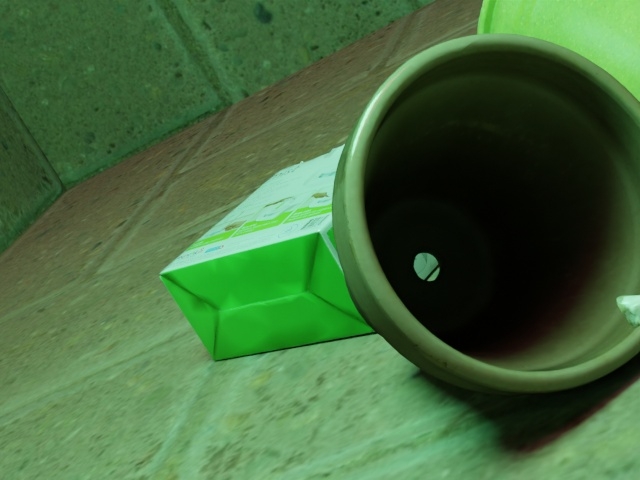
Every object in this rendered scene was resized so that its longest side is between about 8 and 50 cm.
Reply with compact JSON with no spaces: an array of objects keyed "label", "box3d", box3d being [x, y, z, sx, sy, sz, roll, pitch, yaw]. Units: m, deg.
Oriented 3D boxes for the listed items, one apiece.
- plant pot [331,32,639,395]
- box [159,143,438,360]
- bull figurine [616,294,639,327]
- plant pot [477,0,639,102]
[{"label":"plant pot","box3d":[0.114,0.000,0.997,0.263,0.263,0.229,-36,-1,-20]},{"label":"box","box3d":[0.000,0.000,1.372,0.262,0.127,0.231,-15,21,45]},{"label":"bull figurine","box3d":[0.283,0.046,0.753,0.188,0.101,0.310,-33,8,18]},{"label":"plant pot","box3d":[0.305,-0.154,1.106,0.276,0.276,0.254,-30,26,1]}]
